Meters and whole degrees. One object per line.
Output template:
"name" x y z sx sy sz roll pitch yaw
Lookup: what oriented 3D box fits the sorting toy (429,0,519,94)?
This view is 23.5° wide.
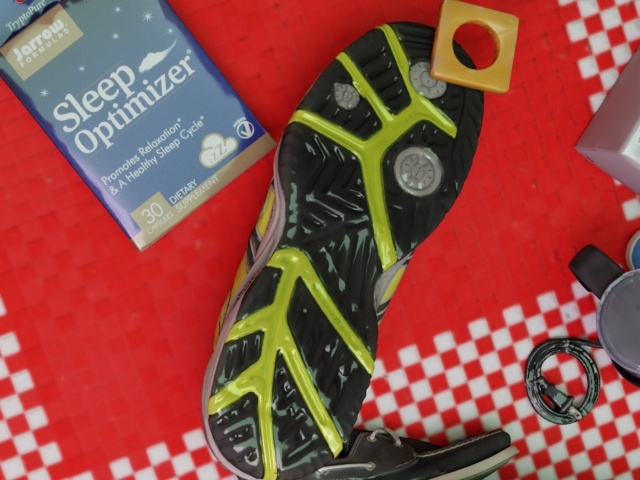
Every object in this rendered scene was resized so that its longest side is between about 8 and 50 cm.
"sorting toy" 0.138 -0.287 1.172 0.195 0.047 0.348 -1 84 -15

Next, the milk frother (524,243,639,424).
"milk frother" 0.232 0.089 1.220 0.129 0.135 0.143 27 87 18

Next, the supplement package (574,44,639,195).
"supplement package" 0.305 -0.117 1.228 0.105 0.105 0.179 33 89 -13

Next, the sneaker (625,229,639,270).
"sneaker" 0.333 0.013 1.257 0.152 0.084 0.058 3 95 -11

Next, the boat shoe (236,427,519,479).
"boat shoe" 0.048 0.181 1.224 0.233 0.084 0.079 -13 72 -15

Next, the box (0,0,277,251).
"box" -0.154 -0.120 1.175 0.136 0.036 0.225 -39 100 -5

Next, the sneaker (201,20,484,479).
"sneaker" 0.000 0.000 1.173 0.145 0.147 0.385 31 71 -10
